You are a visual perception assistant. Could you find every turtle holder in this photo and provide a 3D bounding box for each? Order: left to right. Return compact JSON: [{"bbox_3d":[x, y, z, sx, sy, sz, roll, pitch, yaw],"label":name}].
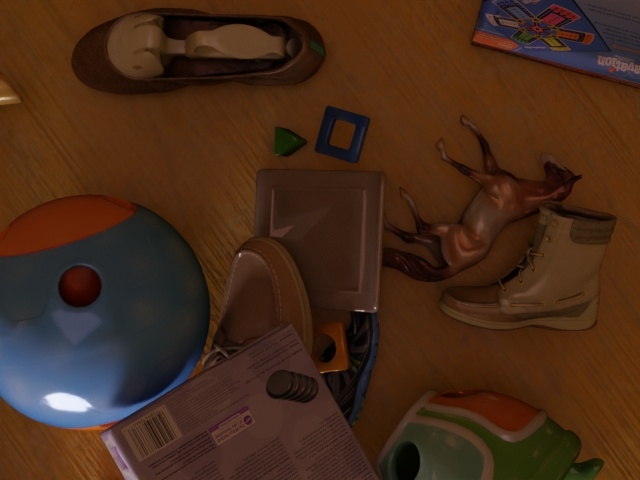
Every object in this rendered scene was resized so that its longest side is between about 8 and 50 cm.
[{"bbox_3d":[0.179,0.329,1.285,0.227,0.243,0.320,35,131,16],"label":"turtle holder"}]

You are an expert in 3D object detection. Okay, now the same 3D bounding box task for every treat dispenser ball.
[{"bbox_3d":[-0.279,0.087,1.248,0.288,0.288,0.288,0,90,2],"label":"treat dispenser ball"}]

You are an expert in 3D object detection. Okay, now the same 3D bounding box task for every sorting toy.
[{"bbox_3d":[0.000,0.000,1.341,0.196,0.047,0.347,3,90,28],"label":"sorting toy"}]

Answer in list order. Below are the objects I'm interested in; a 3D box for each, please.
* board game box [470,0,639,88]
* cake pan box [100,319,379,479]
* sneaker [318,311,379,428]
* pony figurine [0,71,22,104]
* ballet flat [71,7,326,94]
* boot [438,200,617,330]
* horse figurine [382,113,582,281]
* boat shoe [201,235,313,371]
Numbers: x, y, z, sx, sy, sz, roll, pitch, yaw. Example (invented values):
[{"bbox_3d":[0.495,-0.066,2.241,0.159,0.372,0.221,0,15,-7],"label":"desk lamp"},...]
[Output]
[{"bbox_3d":[0.354,-0.294,1.354,0.281,0.027,0.145,16,89,2],"label":"board game box"},{"bbox_3d":[-0.086,0.262,1.178,0.267,0.070,0.245,-31,88,-27],"label":"cake pan box"},{"bbox_3d":[0.032,0.155,1.348,0.078,0.067,0.188,14,93,-2],"label":"sneaker"},{"bbox_3d":[-0.624,-0.188,1.292,0.363,0.303,0.351,-40,98,-13],"label":"pony figurine"},{"bbox_3d":[-0.165,-0.249,1.324,0.342,0.124,0.116,2,90,2],"label":"ballet flat"},{"bbox_3d":[0.263,0.031,1.303,0.213,0.077,0.165,2,115,-7],"label":"boot"},{"bbox_3d":[0.191,-0.039,1.341,0.174,0.066,0.263,41,87,2],"label":"horse figurine"},{"bbox_3d":[-0.088,0.167,1.301,0.122,0.110,0.341,3,97,38],"label":"boat shoe"}]
